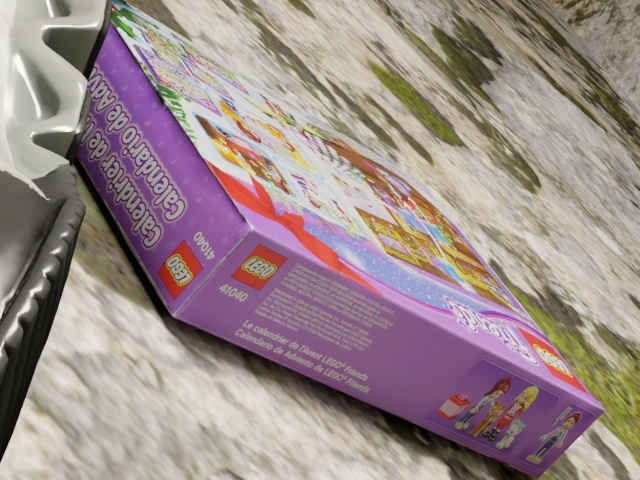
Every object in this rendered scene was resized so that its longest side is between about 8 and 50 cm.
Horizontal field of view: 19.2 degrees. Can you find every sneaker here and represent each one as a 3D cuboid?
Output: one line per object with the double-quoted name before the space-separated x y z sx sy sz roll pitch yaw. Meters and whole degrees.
"sneaker" -0.144 -0.008 0.523 0.146 0.122 0.330 20 22 -15

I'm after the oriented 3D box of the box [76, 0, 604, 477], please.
"box" 0.000 0.000 0.955 0.293 0.057 0.201 28 19 -46
